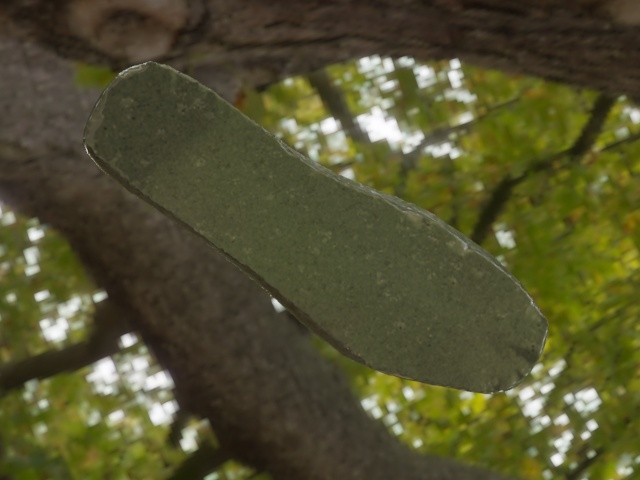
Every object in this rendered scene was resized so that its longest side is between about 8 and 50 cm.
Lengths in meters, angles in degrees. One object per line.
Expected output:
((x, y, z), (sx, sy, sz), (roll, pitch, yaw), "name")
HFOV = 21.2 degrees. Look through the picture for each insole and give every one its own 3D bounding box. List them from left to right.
((0.000, 0.000, 0.627), (0.192, 0.063, 0.010), (33, -6, -11), "insole")
